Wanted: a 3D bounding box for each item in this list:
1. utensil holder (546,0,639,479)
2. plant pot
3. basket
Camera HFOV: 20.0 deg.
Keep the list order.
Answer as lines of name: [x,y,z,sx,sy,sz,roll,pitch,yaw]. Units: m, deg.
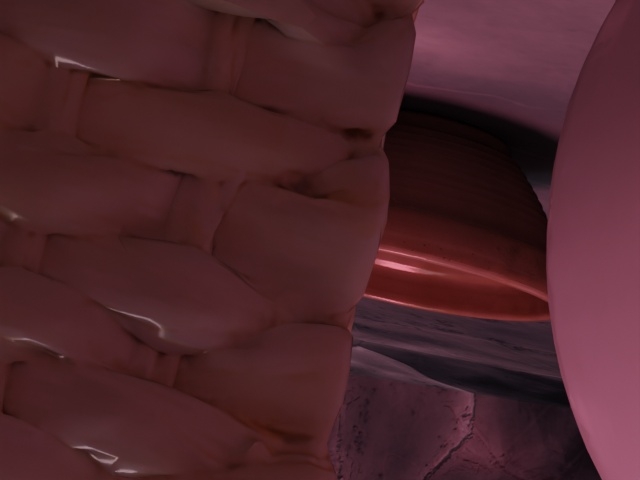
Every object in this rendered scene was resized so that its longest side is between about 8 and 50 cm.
utensil holder: [0.254,-0.005,0.410,0.328,0.327,0.385,15,172,-12]
plant pot: [0.061,-0.023,1.249,0.237,0.109,0.237,12,172,2]
basket: [-0.151,-0.092,0.424,0.331,0.328,0.266,17,168,-23]
